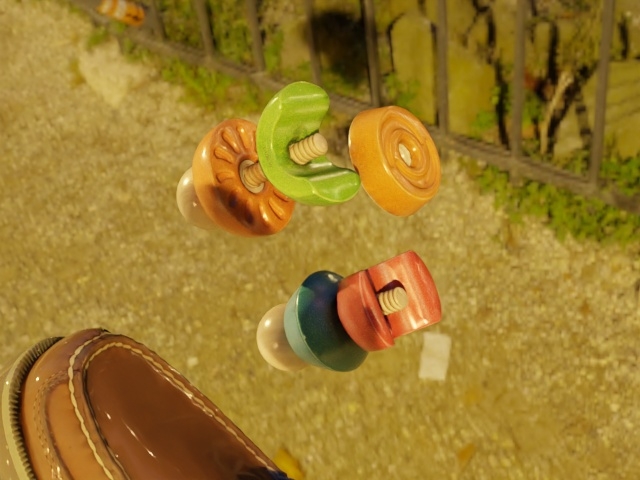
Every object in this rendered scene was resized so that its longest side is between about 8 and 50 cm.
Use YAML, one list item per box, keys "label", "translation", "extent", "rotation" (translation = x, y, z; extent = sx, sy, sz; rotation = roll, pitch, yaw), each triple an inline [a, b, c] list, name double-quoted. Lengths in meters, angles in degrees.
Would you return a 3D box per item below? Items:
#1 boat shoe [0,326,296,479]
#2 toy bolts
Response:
- label: "boat shoe"
  translation: [-0.004, 0.149, 0.424]
  extent: [0.104, 0.307, 0.110]
  rotation: [-30, 15, 29]
- label: "toy bolts"
  translation: [0.000, 0.000, 0.879]
  extent: [0.159, 0.228, 0.218]
  rotation: [-24, -8, 38]
